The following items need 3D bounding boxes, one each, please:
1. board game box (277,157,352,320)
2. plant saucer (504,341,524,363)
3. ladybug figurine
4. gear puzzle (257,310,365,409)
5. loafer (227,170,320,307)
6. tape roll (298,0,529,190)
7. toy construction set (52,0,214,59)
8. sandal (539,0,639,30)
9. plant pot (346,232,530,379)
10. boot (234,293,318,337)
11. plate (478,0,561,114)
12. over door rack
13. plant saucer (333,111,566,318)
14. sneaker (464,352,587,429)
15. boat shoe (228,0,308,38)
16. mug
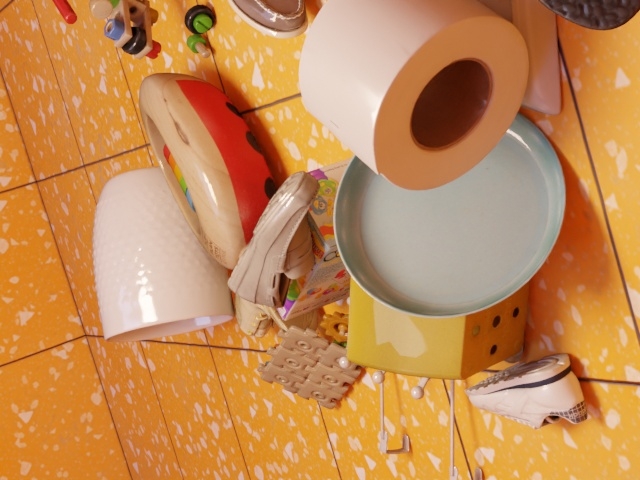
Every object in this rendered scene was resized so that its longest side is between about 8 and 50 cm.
[{"bbox_3d":[0.000,0.000,2.087,0.142,0.144,0.275,61,151,18],"label":"board game box"},{"bbox_3d":[0.279,0.142,1.806,0.083,0.015,0.083,40,140,46],"label":"plant saucer"},{"bbox_3d":[-0.205,-0.144,2.318,0.449,0.161,0.305,61,165,25],"label":"ladybug figurine"},{"bbox_3d":[-0.001,0.205,2.255,0.175,0.044,0.339,24,146,-4],"label":"gear puzzle"},{"bbox_3d":[-0.054,0.004,1.938,0.111,0.112,0.319,29,144,-1],"label":"loafer"},{"bbox_3d":[0.117,-0.208,1.529,0.169,0.246,0.246,46,144,39],"label":"tape roll"},{"bbox_3d":[-0.372,-0.500,2.304,0.237,0.308,0.257,53,140,40],"label":"toy construction set"},{"bbox_3d":[0.237,-0.433,1.385,0.167,0.107,0.446,-37,79,17],"label":"sandal"},{"bbox_3d":[0.181,0.085,1.740,0.187,0.212,0.212,24,120,42],"label":"plant pot"},{"bbox_3d":[-0.095,0.138,2.403,0.262,0.095,0.203,55,149,31],"label":"boot"},{"bbox_3d":[0.205,-0.315,1.612,0.278,0.045,0.277,25,130,54],"label":"plate"},{"bbox_3d":[0.142,0.255,2.034,0.239,0.108,0.324,16,121,59],"label":"over door rack"},{"bbox_3d":[0.173,-0.042,1.629,0.318,0.317,0.044,54,-177,28],"label":"plant saucer"},{"bbox_3d":[0.295,0.232,1.769,0.095,0.090,0.235,61,154,-2],"label":"sneaker"},{"bbox_3d":[-0.113,-0.469,2.024,0.324,0.116,0.097,60,155,31],"label":"boat shoe"},{"bbox_3d":[-0.328,0.030,2.576,0.374,0.276,0.328,23,-125,-74],"label":"mug"}]
